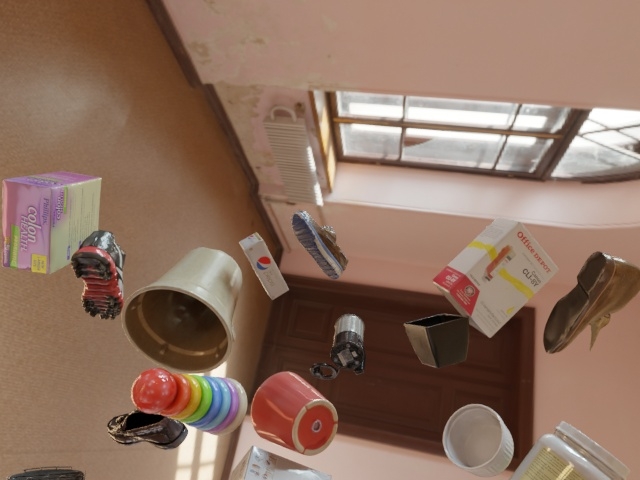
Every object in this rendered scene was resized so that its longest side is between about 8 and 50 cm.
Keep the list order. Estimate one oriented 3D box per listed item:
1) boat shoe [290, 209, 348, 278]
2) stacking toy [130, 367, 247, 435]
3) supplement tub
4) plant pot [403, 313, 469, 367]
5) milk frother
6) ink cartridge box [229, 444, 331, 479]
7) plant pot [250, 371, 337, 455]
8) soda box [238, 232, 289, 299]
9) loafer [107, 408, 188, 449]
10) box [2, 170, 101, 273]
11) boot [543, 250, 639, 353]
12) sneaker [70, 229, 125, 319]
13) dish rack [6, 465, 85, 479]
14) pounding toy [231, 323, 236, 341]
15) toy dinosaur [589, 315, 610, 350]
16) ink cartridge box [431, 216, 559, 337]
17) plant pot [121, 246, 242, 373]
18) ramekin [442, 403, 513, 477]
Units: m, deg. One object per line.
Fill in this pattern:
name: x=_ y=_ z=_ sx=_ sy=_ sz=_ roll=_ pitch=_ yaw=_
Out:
boat shoe: x=0.000 y=0.000 z=1.053 sx=0.066 sy=0.066 sz=0.183 roll=-45 pitch=113 yaw=-33
stacking toy: x=-0.301 y=0.361 z=1.039 sx=0.330 sy=0.141 sz=0.141 roll=49 pitch=48 yaw=-58
supplement tub: x=0.678 y=0.708 z=1.295 sx=0.325 sy=0.235 sz=0.235 roll=-51 pitch=165 yaw=-4
plant pot: x=0.456 y=0.387 z=1.765 sx=0.187 sy=0.188 sz=0.167 roll=160 pitch=-79 yaw=-72
milk frother: x=0.047 y=0.285 z=1.206 sx=0.135 sy=0.143 sz=0.129 roll=-72 pitch=155 yaw=-68
ink cartridge box: x=-0.162 y=0.887 z=1.605 sx=0.272 sy=0.309 sz=0.130 roll=-58 pitch=-169 yaw=32
plant pot: x=-0.082 y=0.646 z=1.685 sx=0.275 sy=0.243 sz=0.275 roll=0 pitch=90 yaw=-35
soda box: x=-0.182 y=0.084 z=1.495 sx=0.074 sy=0.069 sz=0.216 roll=40 pitch=-21 yaw=57
loafer: x=-0.507 y=0.520 z=1.312 sx=0.109 sy=0.302 sz=0.095 roll=-54 pitch=129 yaw=-50
box: x=-0.684 y=-0.056 z=1.185 sx=0.243 sy=0.117 sz=0.214 roll=-90 pitch=-170 yaw=-76
boot: x=0.633 y=0.168 z=1.078 sx=0.112 sy=0.115 sz=0.305 roll=-78 pitch=-177 yaw=-53
sneaker: x=-0.520 y=0.082 z=1.105 sx=0.276 sy=0.097 sz=0.135 roll=107 pitch=-14 yaw=-46
dish rack: x=-0.691 y=0.651 z=1.142 sx=0.271 sy=0.208 sz=0.074 roll=36 pitch=-68 yaw=62
pounding toy: x=-0.424 y=0.361 z=1.709 sx=0.094 sy=0.206 sz=0.181 roll=-152 pitch=-135 yaw=-82
toy dinosaur: x=0.718 y=0.210 z=1.201 sx=0.053 sy=0.092 sz=0.183 roll=-147 pitch=-113 yaw=-74
ink cartridge box: x=0.683 y=0.137 z=1.800 sx=0.384 sy=0.279 sz=0.160 roll=-44 pitch=-166 yaw=-1
plant pot: x=-0.393 y=0.191 z=1.455 sx=0.305 sy=0.333 sz=0.334 roll=-73 pitch=166 yaw=-58
ramekin: x=0.505 y=0.639 z=1.452 sx=0.109 sy=0.207 sz=0.207 roll=44 pitch=41 yaw=-26
